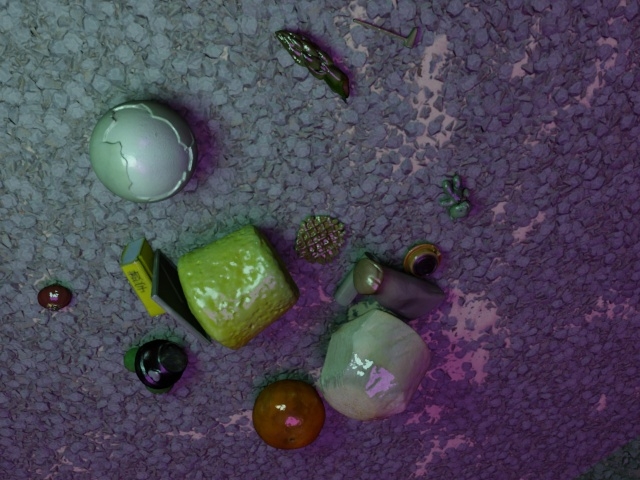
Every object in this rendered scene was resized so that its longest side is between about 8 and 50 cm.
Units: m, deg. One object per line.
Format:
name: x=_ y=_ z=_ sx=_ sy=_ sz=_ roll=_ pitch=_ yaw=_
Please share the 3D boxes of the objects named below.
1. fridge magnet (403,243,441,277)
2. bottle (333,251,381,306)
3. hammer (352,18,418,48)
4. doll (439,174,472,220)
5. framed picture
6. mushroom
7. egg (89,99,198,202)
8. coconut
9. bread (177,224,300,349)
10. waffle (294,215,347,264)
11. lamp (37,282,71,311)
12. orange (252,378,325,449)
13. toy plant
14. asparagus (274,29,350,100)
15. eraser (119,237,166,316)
fridge magnet: x=0.366 y=0.076 z=1.885 sx=0.143 sy=0.063 sz=0.143 roll=-5 pitch=120 yaw=-10
bottle: x=0.128 y=0.138 z=1.871 sx=0.072 sy=0.072 sz=0.201 roll=27 pitch=110 yaw=-22
hammer: x=0.187 y=-0.610 z=1.515 sx=0.195 sy=0.028 sz=0.060 roll=14 pitch=109 yaw=-15
doll: x=0.462 y=-0.142 z=1.787 sx=0.115 sy=0.077 sz=0.150 roll=-28 pitch=108 yaw=-6
framed picture: x=-0.434 y=0.171 z=1.649 sx=0.020 sy=0.324 sz=0.240 roll=-39 pitch=118 yaw=3
mushroom: x=0.265 y=0.176 z=1.841 sx=0.407 sy=0.138 sz=0.154 roll=24 pitch=131 yaw=-38
egg: x=-0.474 y=-0.235 z=1.426 sx=0.278 sy=0.336 sz=0.278 roll=-4 pitch=112 yaw=-10
coconut: x=0.190 y=0.429 z=1.894 sx=0.415 sy=0.415 sz=0.345 roll=-35 pitch=106 yaw=9
bread: x=-0.253 y=0.132 z=1.660 sx=0.307 sy=0.348 sz=0.348 roll=-35 pitch=118 yaw=3
waffle: x=0.000 y=0.000 z=1.797 sx=0.169 sy=0.036 sz=0.183 roll=10 pitch=116 yaw=-17
lamp: x=-0.861 y=0.184 z=1.713 sx=0.101 sy=0.090 sz=0.101 roll=-10 pitch=156 yaw=-4
orange: x=-0.119 y=0.669 z=2.025 sx=0.283 sy=0.226 sz=0.284 roll=-2 pitch=122 yaw=-3
toy plant: x=-0.577 y=0.448 z=1.871 sx=0.235 sy=0.175 sz=0.218 roll=-28 pitch=115 yaw=37
asparagus: x=-0.010 y=-0.509 z=1.506 sx=0.287 sy=0.080 sz=0.080 roll=31 pitch=108 yaw=-22
eraser: x=-0.555 y=0.118 z=1.694 sx=0.069 sy=0.158 sz=0.226 roll=-19 pitch=119 yaw=3
